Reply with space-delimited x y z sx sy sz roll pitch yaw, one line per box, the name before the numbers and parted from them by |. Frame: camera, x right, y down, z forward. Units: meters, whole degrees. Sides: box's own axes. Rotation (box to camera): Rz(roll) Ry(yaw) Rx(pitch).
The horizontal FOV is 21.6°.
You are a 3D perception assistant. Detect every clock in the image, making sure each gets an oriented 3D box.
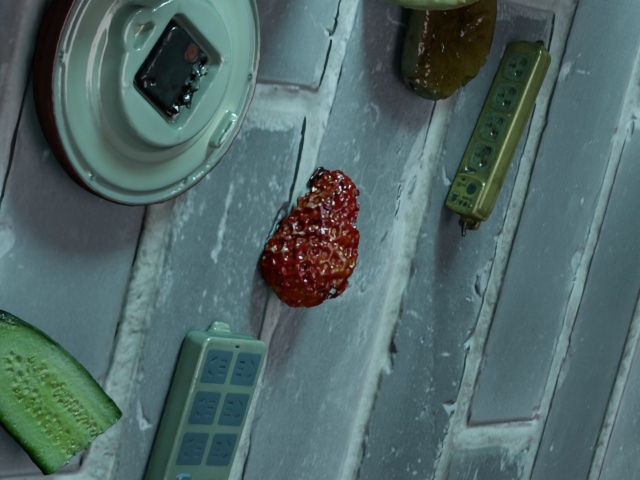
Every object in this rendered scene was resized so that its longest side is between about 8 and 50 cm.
clock | -0.178 -0.191 1.844 0.318 0.080 0.318 -26 126 -42

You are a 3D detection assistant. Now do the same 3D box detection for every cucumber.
cucumber | -0.323 0.151 1.839 0.115 0.063 0.244 -46 137 -18

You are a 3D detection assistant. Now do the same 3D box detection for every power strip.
power strip | 0.252 -0.150 2.393 0.044 0.064 0.305 22 89 -50
power strip | -0.150 0.235 2.103 0.118 0.046 0.270 9 100 -52

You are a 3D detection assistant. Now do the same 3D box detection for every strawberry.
strawberry | 0.000 0.000 2.148 0.121 0.082 0.188 26 89 -49

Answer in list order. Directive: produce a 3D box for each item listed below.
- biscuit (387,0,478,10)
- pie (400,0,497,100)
biscuit | 0.172 -0.392 2.105 0.265 0.188 0.040 -35 171 10
pie | 0.174 -0.284 2.254 0.195 0.046 0.195 -26 126 -43
